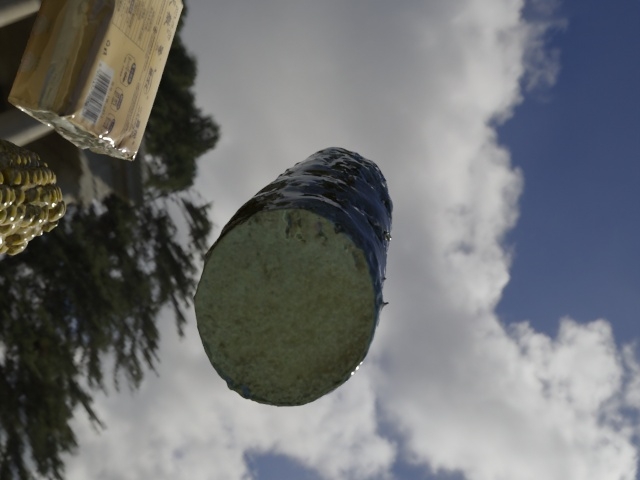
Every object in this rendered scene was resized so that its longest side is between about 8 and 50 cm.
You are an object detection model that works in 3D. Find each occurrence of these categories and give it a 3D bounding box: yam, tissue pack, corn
[{"bbox_3d":[0.000,0.000,0.727,0.133,0.330,0.133,3,-71,10],"label":"yam"},{"bbox_3d":[-0.242,-0.218,1.014,0.090,0.222,0.186,12,-7,15],"label":"tissue pack"},{"bbox_3d":[-0.244,-0.030,0.584,0.086,0.086,0.288,56,6,2],"label":"corn"}]
